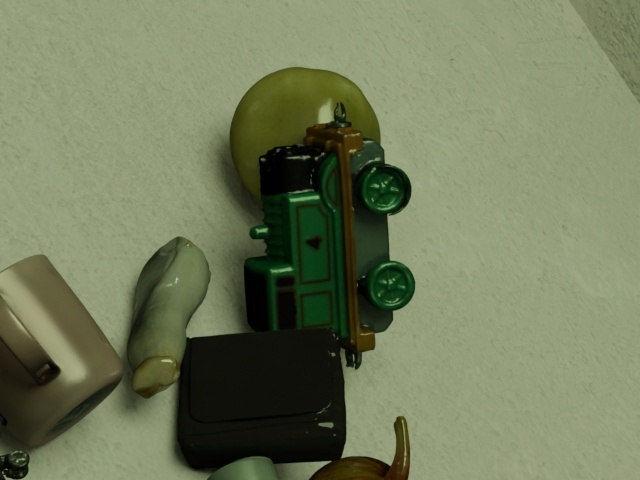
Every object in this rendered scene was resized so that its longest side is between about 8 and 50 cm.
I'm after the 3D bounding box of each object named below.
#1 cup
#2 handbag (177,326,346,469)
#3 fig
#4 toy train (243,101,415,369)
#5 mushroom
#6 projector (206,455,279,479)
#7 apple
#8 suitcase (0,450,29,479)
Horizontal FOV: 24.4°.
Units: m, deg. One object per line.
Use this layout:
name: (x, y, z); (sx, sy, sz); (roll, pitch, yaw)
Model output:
cup: (-0.383, 0.148, 1.964); (0.191, 0.253, 0.200); (-39, 82, -11)
handbag: (-0.086, 0.232, 2.178); (0.247, 0.080, 0.223); (-4, 46, 2)
fig: (0.071, 0.377, 2.125); (0.175, 0.207, 0.175); (32, 36, -27)
toy train: (0.000, 0.000, 2.334); (0.249, 0.178, 0.429); (-7, 100, -20)
mushroom: (-0.232, 0.110, 2.217); (0.097, 0.109, 0.351); (52, 26, -28)
projector: (-0.065, 0.464, 2.017); (0.108, 0.108, 0.337); (3, 51, -35)
apple: (-0.022, -0.168, 2.530); (0.262, 0.262, 0.262); (21, 43, -21)
suitcase: (-0.469, 0.364, 1.681); (0.312, 0.202, 0.128); (-13, 47, -28)
